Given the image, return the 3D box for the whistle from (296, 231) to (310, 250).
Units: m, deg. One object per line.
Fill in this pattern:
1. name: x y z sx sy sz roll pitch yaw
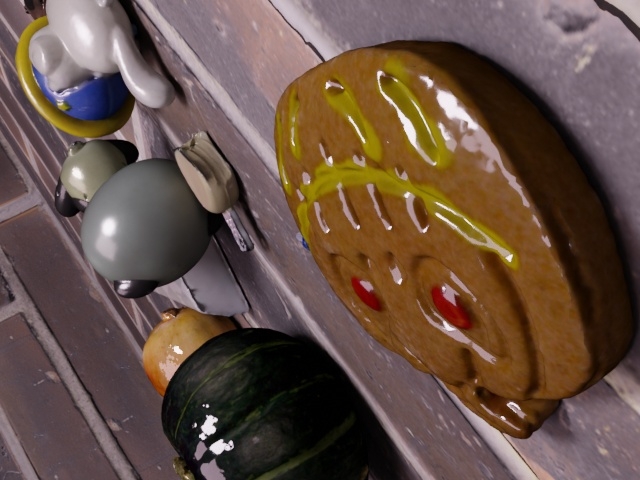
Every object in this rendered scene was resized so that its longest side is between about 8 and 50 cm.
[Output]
1. whistle: 0.000 0.000 0.926 0.033 0.029 0.083 52 158 -26

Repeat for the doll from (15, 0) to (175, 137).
1. doll: -0.355 -0.284 1.183 0.311 0.159 0.242 64 160 -6

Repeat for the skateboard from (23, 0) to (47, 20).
1. skateboard: -0.470 -0.390 1.468 0.151 0.067 0.080 60 151 11

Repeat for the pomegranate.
1. pomegranate: -0.219 0.202 1.513 0.191 0.191 0.191 48 157 29

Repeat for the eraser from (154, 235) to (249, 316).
1. eraser: -0.267 0.029 1.513 0.397 0.082 0.213 6 122 66

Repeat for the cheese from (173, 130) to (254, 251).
1. cheese: -0.134 -0.065 1.124 0.171 0.047 0.092 56 162 12

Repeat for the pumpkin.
1. pumpkin: -0.075 0.280 1.173 0.323 0.241 0.323 46 153 31

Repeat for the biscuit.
1. biscuit: 0.080 0.011 0.687 0.350 0.070 0.394 62 160 -5

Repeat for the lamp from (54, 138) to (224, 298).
1. lamp: -0.267 -0.042 1.220 0.244 0.198 0.198 40 153 24
